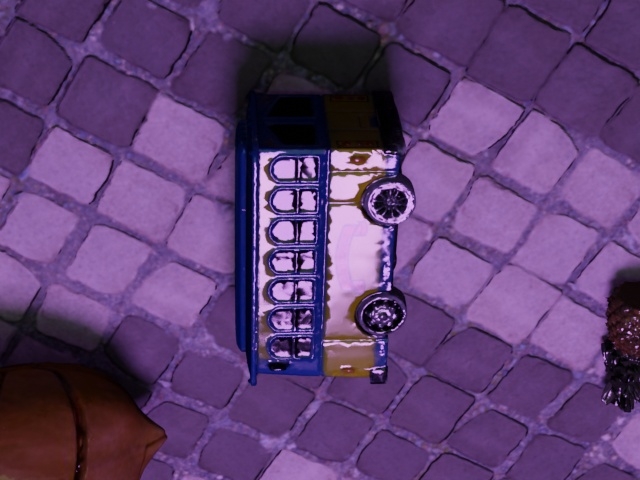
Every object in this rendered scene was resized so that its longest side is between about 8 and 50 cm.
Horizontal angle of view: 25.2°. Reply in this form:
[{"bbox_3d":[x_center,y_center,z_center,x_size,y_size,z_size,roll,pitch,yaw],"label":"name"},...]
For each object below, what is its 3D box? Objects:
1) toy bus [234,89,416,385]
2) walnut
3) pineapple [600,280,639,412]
[{"bbox_3d":[0.000,0.000,1.456,0.175,0.138,0.288,0,121,-5],"label":"toy bus"},{"bbox_3d":[-0.313,0.221,1.538,0.298,0.203,0.203,-9,122,-15],"label":"walnut"},{"bbox_3d":[0.346,0.124,1.593,0.074,0.074,0.159,1,124,-4],"label":"pineapple"}]
